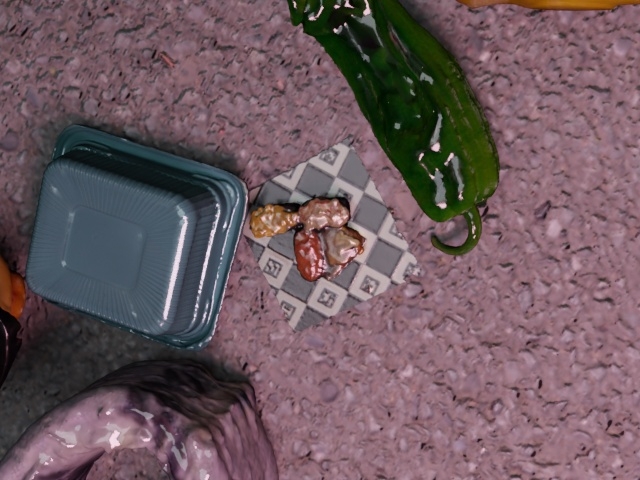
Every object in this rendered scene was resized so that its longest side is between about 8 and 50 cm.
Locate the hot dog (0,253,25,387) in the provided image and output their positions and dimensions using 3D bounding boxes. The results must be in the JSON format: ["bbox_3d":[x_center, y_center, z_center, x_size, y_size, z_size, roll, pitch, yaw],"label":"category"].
[{"bbox_3d":[-0.356,0.018,1.045,0.326,0.107,0.194,36,123,13],"label":"hot dog"}]

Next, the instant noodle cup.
[{"bbox_3d":[-0.159,0.001,1.021,0.179,0.070,0.157,17,102,14],"label":"instant noodle cup"}]

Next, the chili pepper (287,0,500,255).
[{"bbox_3d":[0.061,-0.111,0.969,0.100,0.074,0.257,-34,85,17],"label":"chili pepper"}]

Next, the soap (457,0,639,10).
[{"bbox_3d":[0.184,-0.231,0.818,0.259,0.281,0.143,-8,93,13],"label":"soap"}]

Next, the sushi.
[{"bbox_3d":[0.000,0.000,1.015,0.120,0.026,0.126,-28,91,13],"label":"sushi"}]

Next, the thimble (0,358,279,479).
[{"bbox_3d":[-0.147,0.220,1.009,0.217,0.157,0.246,29,102,6],"label":"thimble"}]
